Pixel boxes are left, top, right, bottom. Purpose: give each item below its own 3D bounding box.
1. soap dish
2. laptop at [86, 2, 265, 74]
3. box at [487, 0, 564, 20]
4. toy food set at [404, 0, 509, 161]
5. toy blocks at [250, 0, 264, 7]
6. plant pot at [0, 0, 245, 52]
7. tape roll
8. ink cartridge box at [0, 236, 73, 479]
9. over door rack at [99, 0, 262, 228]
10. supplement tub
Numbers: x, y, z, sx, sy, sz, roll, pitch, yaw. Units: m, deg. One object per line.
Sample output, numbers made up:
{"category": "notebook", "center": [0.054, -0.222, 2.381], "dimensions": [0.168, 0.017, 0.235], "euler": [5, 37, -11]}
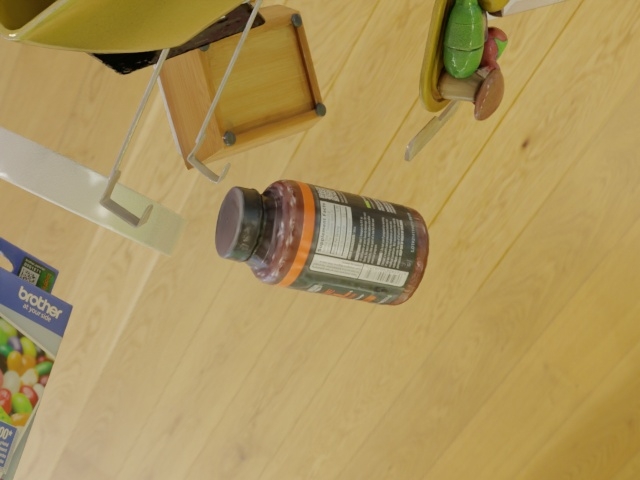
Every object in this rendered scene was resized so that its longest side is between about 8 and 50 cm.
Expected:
{"category": "soap dish", "center": [-0.129, -0.267, 1.614], "dimensions": [0.118, 0.290, 0.229], "euler": [-1, 108, 47]}
{"category": "laptop", "center": [-0.235, -0.350, 1.246], "dimensions": [0.234, 0.264, 0.137], "euler": [-16, 75, 16]}
{"category": "box", "center": [0.338, -0.455, 1.518], "dimensions": [0.121, 0.148, 0.311], "euler": [44, 167, -21]}
{"category": "toy food set", "center": [0.153, -0.179, 0.913], "dimensions": [0.071, 0.128, 0.218], "euler": [25, 130, 22]}
{"category": "toy blocks", "center": [-0.176, -0.479, 1.961], "dimensions": [0.123, 0.054, 0.148], "euler": [17, 136, 6]}
{"category": "plant pot", "center": [-0.127, -0.257, 0.697], "dimensions": [0.212, 0.187, 0.212], "euler": [-30, 74, 15]}
{"category": "tape roll", "center": [-0.400, -0.085, 1.538], "dimensions": [0.392, 0.392, 0.072], "euler": [24, 85, 8]}
{"category": "ink cartridge box", "center": [-0.372, 0.126, 0.992], "dimensions": [0.065, 0.311, 0.186], "euler": [-13, 144, 37]}
{"category": "over door rack", "center": [-0.167, -0.202, 1.115], "dimensions": [0.108, 0.239, 0.324], "euler": [22, 114, 13]}
{"category": "supplement tub", "center": [0.000, 0.000, 0.939], "dimensions": [0.197, 0.106, 0.106], "euler": [12, 124, -24]}
